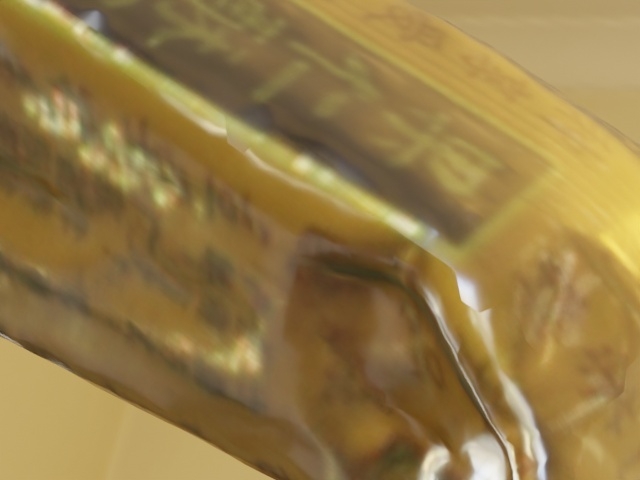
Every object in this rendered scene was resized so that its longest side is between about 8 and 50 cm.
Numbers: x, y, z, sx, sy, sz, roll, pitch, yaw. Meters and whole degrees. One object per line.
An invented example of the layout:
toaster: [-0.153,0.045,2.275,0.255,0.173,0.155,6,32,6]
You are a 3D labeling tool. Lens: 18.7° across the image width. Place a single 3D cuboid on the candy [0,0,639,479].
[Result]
candy: [0.000,0.000,0.418,0.271,0.143,0.101,29,-48,19]
